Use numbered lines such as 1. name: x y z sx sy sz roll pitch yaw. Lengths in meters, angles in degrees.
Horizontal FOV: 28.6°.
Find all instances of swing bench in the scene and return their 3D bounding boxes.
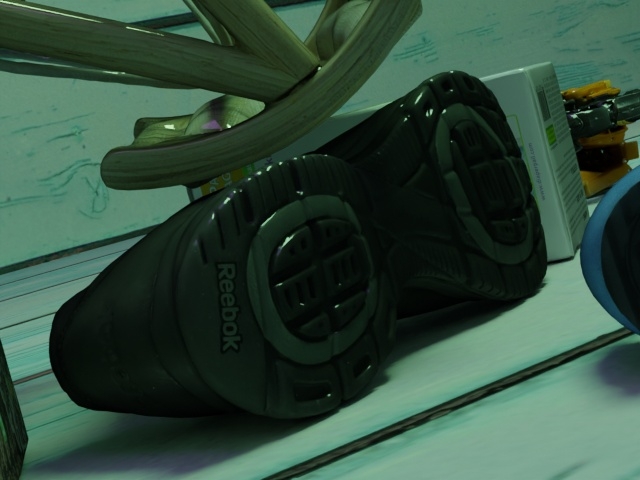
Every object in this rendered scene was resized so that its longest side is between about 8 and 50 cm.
1. swing bench: -0.101 -0.124 0.588 0.254 0.165 0.253 28 4 -8

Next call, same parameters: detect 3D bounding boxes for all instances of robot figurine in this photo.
1. robot figurine: 0.111 -0.054 0.970 0.291 0.085 0.211 -16 5 -15

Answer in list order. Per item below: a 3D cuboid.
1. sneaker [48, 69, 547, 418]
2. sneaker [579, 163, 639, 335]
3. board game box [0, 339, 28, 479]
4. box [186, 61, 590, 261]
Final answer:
1. sneaker: 0.000 0.000 0.541 0.130 0.109 0.286 -16 1 37
2. sneaker: 0.182 -0.018 0.382 0.209 0.069 0.082 -14 1 10
3. board game box: -0.217 0.049 0.346 0.232 0.141 0.291 -15 4 -11
4. box: 0.041 -0.028 0.727 0.203 0.103 0.114 -13 5 19
